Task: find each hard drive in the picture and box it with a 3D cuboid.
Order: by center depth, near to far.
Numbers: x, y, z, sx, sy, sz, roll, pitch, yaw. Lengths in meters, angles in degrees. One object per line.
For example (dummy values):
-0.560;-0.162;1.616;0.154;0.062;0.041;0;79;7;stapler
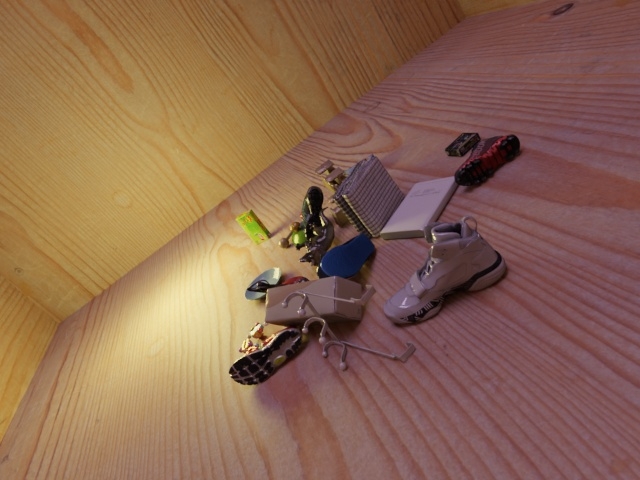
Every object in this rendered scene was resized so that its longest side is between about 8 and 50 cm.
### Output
0.378;-0.124;1.761;0.203;0.040;0.307;-5;39;49;hard drive

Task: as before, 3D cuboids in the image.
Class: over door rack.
0.059;0.246;1.285;0.324;0.239;0.108;-10;33;45;over door rack

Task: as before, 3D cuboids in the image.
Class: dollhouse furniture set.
0.069;-0.199;2.103;0.161;0.212;0.242;-39;52;-10;dollhouse furniture set

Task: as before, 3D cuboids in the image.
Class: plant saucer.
-0.239;0.197;2.002;0.195;0.037;0.195;-30;26;16;plant saucer

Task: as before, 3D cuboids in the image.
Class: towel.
0.191;-0.174;1.868;0.121;0.235;0.283;-18;29;46;towel

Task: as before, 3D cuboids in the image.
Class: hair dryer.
-0.148;0.168;1.750;0.224;0.293;0.080;1;74;1;hair dryer

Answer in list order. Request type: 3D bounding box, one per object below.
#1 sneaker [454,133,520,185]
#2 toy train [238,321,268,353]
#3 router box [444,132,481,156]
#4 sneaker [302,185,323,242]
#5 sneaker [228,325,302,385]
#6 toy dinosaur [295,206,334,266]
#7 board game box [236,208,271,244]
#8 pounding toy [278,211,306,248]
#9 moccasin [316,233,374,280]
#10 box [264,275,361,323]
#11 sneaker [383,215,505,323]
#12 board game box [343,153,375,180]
0.595;-0.297;1.717;0.276;0.097;0.135;-37;25;-5;sneaker
-0.228;0.366;1.676;0.125;0.046;0.166;-20;32;40;toy train
0.605;-0.408;1.970;0.122;0.038;0.092;-42;25;-11;router box
-0.033;-0.108;2.098;0.106;0.101;0.267;169;105;-68;sneaker
-0.176;0.383;1.555;0.279;0.107;0.118;-32;6;1;sneaker
0.000;0.000;1.951;0.160;0.121;0.313;3;51;44;toy dinosaur
-0.351;-0.070;2.444;0.092;0.181;0.043;-23;28;26;board game box
-0.100;-0.065;2.195;0.237;0.110;0.183;-16;31;37;pounding toy
0.087;0.085;1.646;0.117;0.137;0.342;-44;-12;35;moccasin
-0.026;0.211;1.533;0.311;0.148;0.121;-14;65;38;box
0.307;0.078;1.292;0.366;0.210;0.137;-29;25;15;sneaker
0.219;-0.353;2.350;0.194;0.060;0.194;-38;25;-1;board game box
